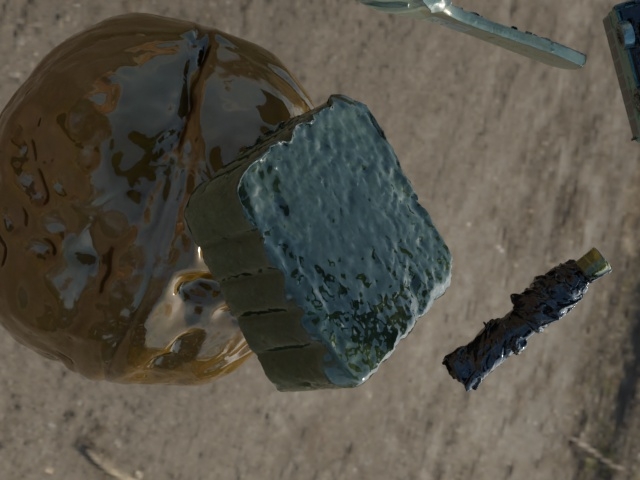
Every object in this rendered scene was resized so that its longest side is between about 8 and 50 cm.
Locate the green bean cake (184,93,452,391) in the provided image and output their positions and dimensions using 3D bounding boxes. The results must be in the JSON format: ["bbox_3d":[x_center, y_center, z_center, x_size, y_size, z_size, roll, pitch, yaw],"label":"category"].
[{"bbox_3d":[0.000,0.000,0.812,0.183,0.094,0.185,-42,111,-44],"label":"green bean cake"}]

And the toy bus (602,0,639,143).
[{"bbox_3d":[0.372,-0.185,1.167,0.092,0.079,0.160,-4,79,-87],"label":"toy bus"}]

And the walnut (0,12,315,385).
[{"bbox_3d":[-0.172,-0.032,1.096,0.308,0.354,0.398,-84,-162,-70],"label":"walnut"}]

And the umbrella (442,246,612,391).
[{"bbox_3d":[0.155,0.057,0.792,0.144,0.040,0.037,-40,161,7],"label":"umbrella"}]

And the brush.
[{"bbox_3d":[0.141,-0.216,1.049,0.336,0.085,0.020,11,88,-31],"label":"brush"}]
